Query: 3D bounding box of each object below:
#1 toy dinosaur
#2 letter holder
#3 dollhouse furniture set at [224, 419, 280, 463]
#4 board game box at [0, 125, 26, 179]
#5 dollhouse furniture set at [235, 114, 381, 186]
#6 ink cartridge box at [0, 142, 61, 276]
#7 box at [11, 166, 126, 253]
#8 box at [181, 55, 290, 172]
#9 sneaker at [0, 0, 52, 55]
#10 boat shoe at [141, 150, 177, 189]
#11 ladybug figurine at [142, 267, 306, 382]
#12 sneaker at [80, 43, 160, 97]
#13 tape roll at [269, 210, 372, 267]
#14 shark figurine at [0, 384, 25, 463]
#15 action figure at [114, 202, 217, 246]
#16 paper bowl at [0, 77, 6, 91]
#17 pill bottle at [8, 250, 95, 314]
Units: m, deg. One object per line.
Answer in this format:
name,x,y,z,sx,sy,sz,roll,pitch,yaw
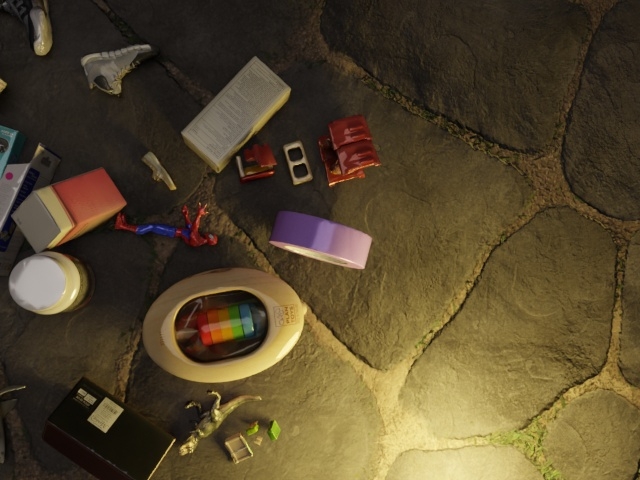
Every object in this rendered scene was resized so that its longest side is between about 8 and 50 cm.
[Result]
toy dinosaur,-0.309,0.484,1.875,0.268,0.064,0.118,-36,105,-9
letter holder,-0.580,0.544,1.806,0.301,0.214,0.152,35,51,-3
dollhouse furniture set,-0.194,0.566,1.901,0.151,0.058,0.076,-28,97,11
board game box,-1.000,-0.176,1.826,0.253,0.079,0.336,17,84,-6
dollhouse furniture set,-0.044,-0.220,1.887,0.374,0.201,0.152,-17,88,-9
ink cartridge box,-0.825,-0.085,1.790,0.069,0.176,0.371,24,83,-1
box,-0.665,-0.082,1.768,0.127,0.148,0.232,57,37,-2
box,-0.242,-0.359,1.912,0.148,0.121,0.311,43,82,-2
sneaker,-0.850,-0.642,1.871,0.153,0.101,0.269,-9,81,-7
boat shoe,-0.465,-0.194,1.912,0.045,0.050,0.135,-37,81,-5
ladybug figurine,-0.260,0.231,1.846,0.449,0.162,0.305,-7,86,-7
sneaker,-0.562,-0.480,1.908,0.228,0.086,0.132,-10,92,2
tape roll,0.000,0.000,1.839,0.274,0.275,0.090,15,84,-6
shark figurine,-0.858,0.445,1.775,0.166,0.278,0.116,41,39,25
action figure,-0.422,-0.062,1.882,0.280,0.091,0.139,15,93,-6
paper bowl,-0.991,-0.452,1.743,0.284,0.284,0.148,38,84,-3
pill bottle,-0.698,0.111,1.739,0.161,0.283,0.161,1,86,-7
